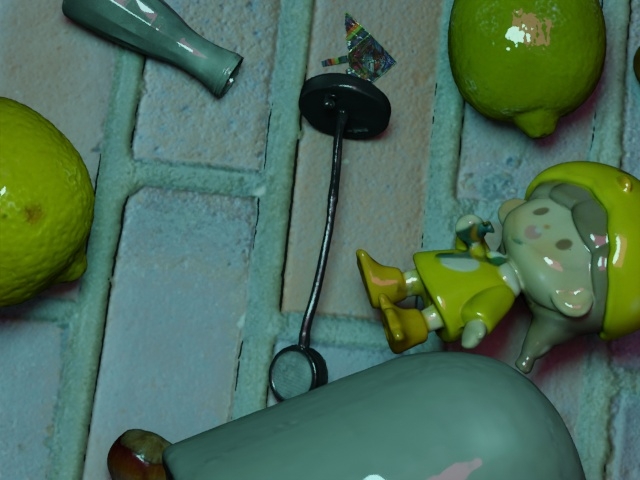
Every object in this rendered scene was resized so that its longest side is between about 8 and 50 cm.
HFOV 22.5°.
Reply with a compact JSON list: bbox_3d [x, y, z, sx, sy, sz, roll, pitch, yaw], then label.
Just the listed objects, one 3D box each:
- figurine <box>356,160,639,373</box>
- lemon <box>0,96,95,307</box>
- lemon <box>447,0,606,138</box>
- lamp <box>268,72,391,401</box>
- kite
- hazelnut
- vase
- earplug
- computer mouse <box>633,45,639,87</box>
[{"bbox_3d":[0.220,0.027,1.760,0.343,0.187,0.215,-13,54,-8],"label":"figurine"},{"bbox_3d":[-0.361,-0.042,1.746,0.253,0.228,0.228,33,76,-1],"label":"lemon"},{"bbox_3d":[0.235,-0.240,1.845,0.184,0.184,0.249,-4,75,-3],"label":"lemon"},{"bbox_3d":[0.022,0.002,1.826,0.130,0.108,0.371,-7,79,35],"label":"lamp"},{"bbox_3d":[0.046,-0.217,1.921,0.090,0.004,0.122,-1,74,-2],"label":"kite"},{"bbox_3d":[-0.192,0.247,1.753,0.086,0.086,0.086,0,75,-2],"label":"hazelnut"},{"bbox_3d":[-0.192,-0.247,1.885,0.214,0.086,0.086,32,76,2],"label":"vase"},{"bbox_3d":[0.071,0.286,1.634,0.394,0.313,0.313,-21,76,-11],"label":"earplug"},{"bbox_3d":[0.484,-0.123,1.877,0.158,0.072,0.310,-22,76,-10],"label":"computer mouse"}]
